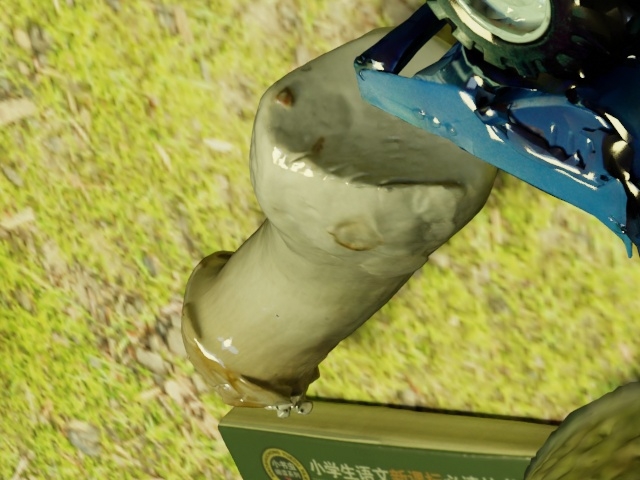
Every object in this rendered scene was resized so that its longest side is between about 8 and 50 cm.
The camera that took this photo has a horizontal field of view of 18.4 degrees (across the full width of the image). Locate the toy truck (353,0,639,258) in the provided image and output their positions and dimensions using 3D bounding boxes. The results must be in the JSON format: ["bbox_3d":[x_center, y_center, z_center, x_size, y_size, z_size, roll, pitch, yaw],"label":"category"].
[{"bbox_3d":[0.062,-0.108,0.573,0.126,0.113,0.208,7,131,47],"label":"toy truck"}]

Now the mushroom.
[{"bbox_3d":[0.003,-0.002,0.760,0.081,0.092,0.223,47,152,7],"label":"mushroom"}]

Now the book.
[{"bbox_3d":[0.075,0.191,0.902,0.202,0.027,0.264,1,122,45],"label":"book"}]

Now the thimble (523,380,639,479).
[{"bbox_3d":[0.153,0.193,0.700,0.271,0.150,0.271,21,132,25],"label":"thimble"}]
